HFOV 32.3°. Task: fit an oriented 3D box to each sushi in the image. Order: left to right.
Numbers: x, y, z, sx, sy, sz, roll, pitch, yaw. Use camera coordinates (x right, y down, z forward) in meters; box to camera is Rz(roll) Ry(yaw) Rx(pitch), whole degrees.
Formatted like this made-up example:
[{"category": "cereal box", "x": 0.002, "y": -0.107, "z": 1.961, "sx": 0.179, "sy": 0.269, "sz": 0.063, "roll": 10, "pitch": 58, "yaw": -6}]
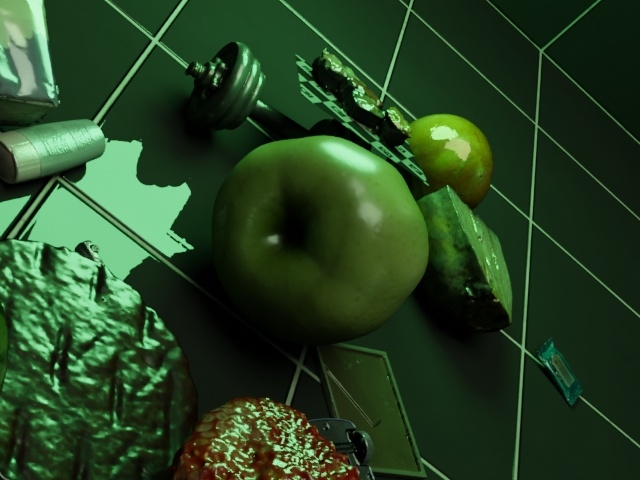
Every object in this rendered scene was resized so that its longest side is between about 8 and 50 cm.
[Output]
[{"category": "sushi", "x": 0.087, "y": -0.256, "z": 2.093, "sx": 0.294, "sy": 0.059, "sz": 0.292, "roll": 33, "pitch": 19, "yaw": -19}]

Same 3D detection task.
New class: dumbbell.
[{"category": "dumbbell", "x": -0.076, "y": -0.216, "z": 2.059, "sx": 0.406, "sy": 0.179, "sz": 0.179, "roll": 30, "pitch": 37, "yaw": -26}]

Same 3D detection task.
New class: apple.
[{"category": "apple", "x": 0.000, "y": 0.000, "z": 1.788, "sx": 0.357, "sy": 0.357, "sz": 0.357, "roll": 31, "pitch": 37, "yaw": -26}, {"category": "apple", "x": 0.241, "y": -0.155, "z": 2.318, "sx": 0.207, "sy": 0.237, "sz": 0.237, "roll": -5, "pitch": 57, "yaw": -26}]

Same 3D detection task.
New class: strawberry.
[{"category": "strawberry", "x": -0.063, "y": 0.346, "z": 1.394, "sx": 0.312, "sy": 0.267, "sz": 0.351, "roll": 49, "pitch": 25, "yaw": -41}]

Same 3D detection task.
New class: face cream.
[{"category": "face cream", "x": -0.416, "y": -0.138, "z": 1.687, "sx": 0.084, "sy": 0.057, "sz": 0.198, "roll": 54, "pitch": 35, "yaw": 8}]

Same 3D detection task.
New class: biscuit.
[{"category": "biscuit", "x": -0.340, "y": 0.182, "z": 1.415, "sx": 0.407, "sy": 0.091, "sz": 0.407, "roll": 29, "pitch": 37, "yaw": -25}]

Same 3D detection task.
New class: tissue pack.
[{"category": "tissue pack", "x": -0.529, "y": -0.351, "z": 1.625, "sx": 0.242, "sy": 0.125, "sz": 0.344, "roll": 3, "pitch": 72, "yaw": -43}, {"category": "tissue pack", "x": 0.515, "y": 0.283, "z": 2.385, "sx": 0.138, "sy": 0.028, "sz": 0.085, "roll": 56, "pitch": 36, "yaw": 2}]

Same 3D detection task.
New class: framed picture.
[{"category": "framed picture", "x": 0.080, "y": 0.285, "z": 1.874, "sx": 0.184, "sy": 0.016, "sz": 0.250, "roll": 15, "pitch": 45, "yaw": -41}]

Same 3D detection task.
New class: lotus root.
[{"category": "lotus root", "x": 0.288, "y": 0.070, "z": 2.232, "sx": 0.267, "sy": 0.149, "sz": 0.260, "roll": 36, "pitch": 34, "yaw": -51}]

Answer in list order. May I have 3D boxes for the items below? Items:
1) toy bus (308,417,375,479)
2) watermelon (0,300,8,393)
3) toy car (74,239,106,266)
[{"category": "toy bus", "x": 0.024, "y": 0.406, "z": 1.575, "sx": 0.125, "sy": 0.133, "sz": 0.292, "roll": 5, "pitch": 55, "yaw": -41}, {"category": "watermelon", "x": -0.430, "y": 0.115, "z": 1.147, "sx": 0.189, "sy": 0.331, "sz": 0.331, "roll": -16, "pitch": 69, "yaw": -50}, {"category": "toy car", "x": -0.330, "y": 0.044, "z": 1.612, "sx": 0.025, "sy": 0.041, "sz": 0.093, "roll": -10, "pitch": 63, "yaw": -50}]
